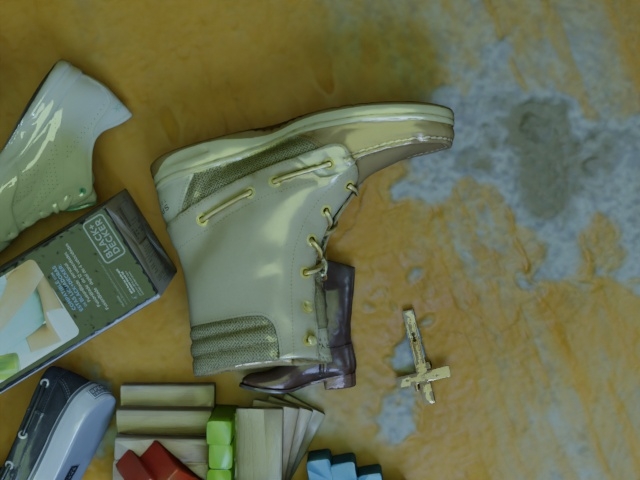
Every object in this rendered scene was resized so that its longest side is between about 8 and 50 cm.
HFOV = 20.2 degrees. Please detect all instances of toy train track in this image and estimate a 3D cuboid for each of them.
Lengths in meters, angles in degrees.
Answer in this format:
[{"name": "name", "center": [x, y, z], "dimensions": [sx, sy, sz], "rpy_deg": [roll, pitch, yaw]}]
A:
[{"name": "toy train track", "center": [0.086, 0.101, 1.561], "dimensions": [0.048, 0.014, 0.083], "rpy_deg": [-13, 88, 10]}]

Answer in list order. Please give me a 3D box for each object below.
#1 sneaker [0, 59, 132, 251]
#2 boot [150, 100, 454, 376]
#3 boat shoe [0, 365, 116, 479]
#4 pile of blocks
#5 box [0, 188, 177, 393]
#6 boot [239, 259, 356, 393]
[{"name": "sneaker", "center": [-0.240, -0.043, 1.531], "dimensions": [0.094, 0.080, 0.212], "rpy_deg": [32, 94, -13]}, {"name": "boot", "center": [0.000, 0.000, 1.489], "dimensions": [0.262, 0.095, 0.203], "rpy_deg": [-13, 78, 7]}, {"name": "boat shoe", "center": [-0.262, 0.212, 1.552], "dimensions": [0.076, 0.080, 0.228], "rpy_deg": [31, 99, 19]}, {"name": "pile of blocks", "center": [-0.019, 0.225, 1.524], "dimensions": [0.362, 0.112, 0.149], "rpy_deg": [25, 95, -1]}, {"name": "box", "center": [-0.269, 0.073, 1.493], "dimensions": [0.290, 0.169, 0.087], "rpy_deg": [-31, 96, 2]}, {"name": "boot", "center": [-0.020, 0.072, 1.549], "dimensions": [0.106, 0.037, 0.114], "rpy_deg": [-4, 98, -11]}]
